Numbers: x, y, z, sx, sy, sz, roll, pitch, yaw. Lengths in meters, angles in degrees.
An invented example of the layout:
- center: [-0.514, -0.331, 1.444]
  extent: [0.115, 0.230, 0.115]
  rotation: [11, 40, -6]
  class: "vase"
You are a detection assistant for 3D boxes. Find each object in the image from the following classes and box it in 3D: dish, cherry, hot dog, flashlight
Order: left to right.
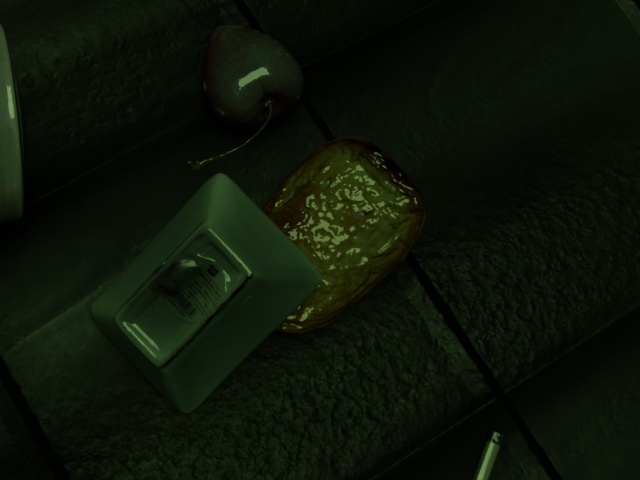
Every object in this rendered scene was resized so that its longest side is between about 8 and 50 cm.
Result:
- center: [-0.145, 0.064, 1.238]
  extent: [0.182, 0.080, 0.243]
  rotation: [46, 100, 8]
  class: "dish"
- center: [-0.117, -0.193, 1.359]
  extent: [0.188, 0.115, 0.148]
  rotation: [-29, 98, -10]
  class: "cherry"
- center: [0.002, -0.002, 1.314]
  extent: [0.259, 0.114, 0.175]
  rotation: [-44, 88, 5]
  class: "hot dog"
- center: [0.199, 0.271, 1.303]
  extent: [0.018, 0.018, 0.083]
  rotation: [23, 71, 2]
  class: "flashlight"

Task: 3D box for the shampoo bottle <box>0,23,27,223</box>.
- center: [-0.467, -0.123, 1.205]
  extent: [0.267, 0.273, 0.272]
  rotation: [-4, 73, -19]
  class: "shampoo bottle"
